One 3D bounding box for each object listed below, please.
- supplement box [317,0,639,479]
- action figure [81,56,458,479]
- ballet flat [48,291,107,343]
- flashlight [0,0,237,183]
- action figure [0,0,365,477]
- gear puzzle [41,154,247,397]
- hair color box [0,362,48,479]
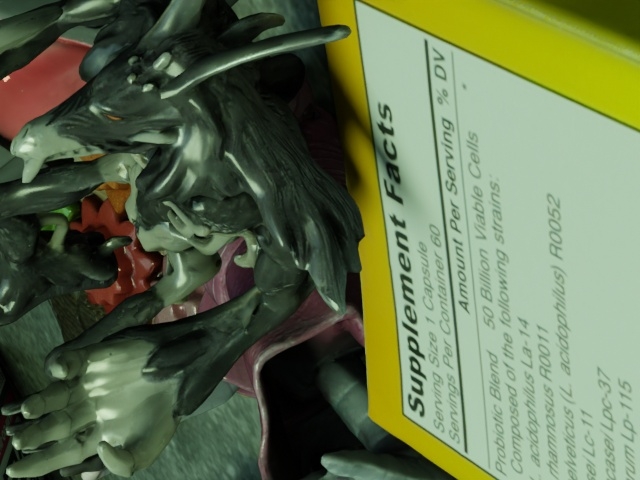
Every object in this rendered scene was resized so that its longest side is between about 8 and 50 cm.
[{"bbox_3d":[0.186,0.009,0.556,0.356,0.195,0.194,32,140,43],"label":"supplement box"},{"bbox_3d":[0.000,0.000,0.929,0.370,0.276,0.248,-118,23,-47],"label":"action figure"},{"bbox_3d":[-0.146,0.033,1.318,0.084,0.058,0.250,17,125,50],"label":"ballet flat"},{"bbox_3d":[-0.056,-0.133,0.763,0.103,0.304,0.103,40,-164,-26],"label":"flashlight"},{"bbox_3d":[-0.077,-0.003,0.650,0.164,0.141,0.275,55,154,13],"label":"action figure"},{"bbox_3d":[-0.155,-0.043,1.200,0.339,0.044,0.175,32,129,37],"label":"gear puzzle"},{"bbox_3d":[-0.265,0.288,1.606,0.185,0.113,0.374,-90,-18,-70],"label":"hair color box"}]
